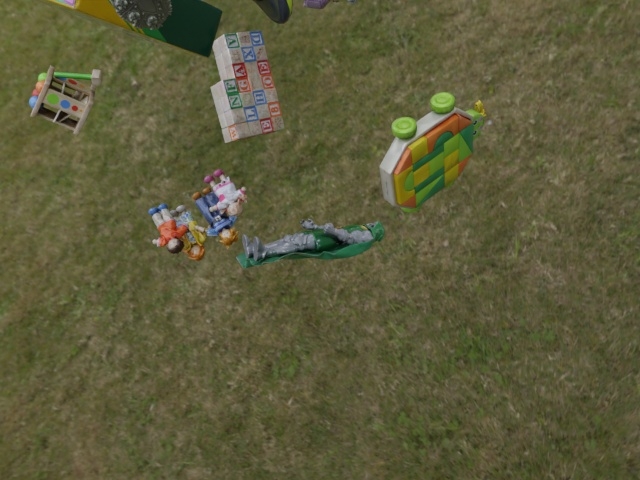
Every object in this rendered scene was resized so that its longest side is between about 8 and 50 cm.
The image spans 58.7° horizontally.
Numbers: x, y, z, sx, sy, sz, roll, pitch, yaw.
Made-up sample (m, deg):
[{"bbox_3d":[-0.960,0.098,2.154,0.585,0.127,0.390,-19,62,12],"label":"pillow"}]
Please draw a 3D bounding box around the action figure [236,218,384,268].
[{"bbox_3d":[0.000,0.000,0.875,0.137,0.232,0.064,12,108,61],"label":"action figure"}]

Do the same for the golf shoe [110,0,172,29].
[{"bbox_3d":[-0.258,-0.333,0.702,0.069,0.176,0.086,-43,62,11],"label":"golf shoe"}]

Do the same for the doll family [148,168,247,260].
[{"bbox_3d":[-0.284,-0.043,1.416,0.262,0.118,0.163,-32,64,-2],"label":"doll family"}]

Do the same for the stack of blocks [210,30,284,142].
[{"bbox_3d":[-0.232,-0.458,1.700,0.171,0.298,0.087,-20,11,-35],"label":"stack of blocks"}]

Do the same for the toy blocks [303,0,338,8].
[{"bbox_3d":[-0.118,-0.757,1.436,0.259,0.309,0.289,-20,79,1],"label":"toy blocks"}]

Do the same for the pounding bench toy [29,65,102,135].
[{"bbox_3d":[-0.318,-0.189,0.711,0.083,0.065,0.052,-52,35,24],"label":"pounding bench toy"}]

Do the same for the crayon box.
[{"bbox_3d":[-0.422,-0.462,1.046,0.362,0.313,0.106,25,103,26],"label":"crayon box"}]

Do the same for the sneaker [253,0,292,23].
[{"bbox_3d":[-0.181,-0.522,1.120,0.111,0.299,0.121,16,77,53],"label":"sneaker"}]

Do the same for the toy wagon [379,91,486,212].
[{"bbox_3d":[0.288,-0.224,1.378,0.344,0.267,0.068,-35,52,-15],"label":"toy wagon"}]

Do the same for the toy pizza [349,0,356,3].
[{"bbox_3d":[0.070,-0.592,1.161,0.032,0.201,0.201,-7,59,-8],"label":"toy pizza"}]
